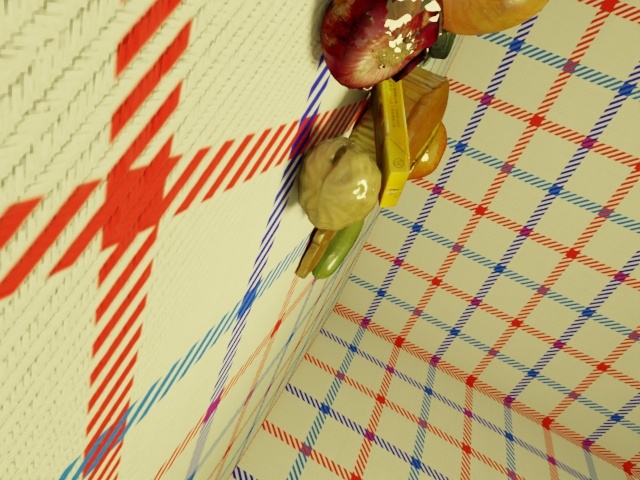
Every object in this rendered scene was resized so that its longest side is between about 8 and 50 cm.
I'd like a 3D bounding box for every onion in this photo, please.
[{"bbox_3d":[0.063,-0.272,0.488,0.150,0.140,0.150,-16,157,-7],"label":"onion"}]

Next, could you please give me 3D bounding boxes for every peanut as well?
[{"bbox_3d":[0.035,-0.087,0.729,0.149,0.149,0.313,-63,175,2],"label":"peanut"}]

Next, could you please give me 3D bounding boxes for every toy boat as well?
[{"bbox_3d":[0.307,-0.568,1.193,0.122,0.034,0.096,-20,134,-64],"label":"toy boat"}]

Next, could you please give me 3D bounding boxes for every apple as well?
[{"bbox_3d":[0.309,-0.499,0.714,0.241,0.242,0.242,-31,152,-39],"label":"apple"}]

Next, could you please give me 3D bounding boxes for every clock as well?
[{"bbox_3d":[0.378,-0.644,1.177,0.215,0.041,0.215,19,90,-75],"label":"clock"}]

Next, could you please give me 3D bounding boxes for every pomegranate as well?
[{"bbox_3d":[0.261,-0.286,1.180,0.221,0.220,0.256,-64,163,11],"label":"pomegranate"}]

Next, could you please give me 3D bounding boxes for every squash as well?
[{"bbox_3d":[0.073,-0.019,1.275,0.341,0.094,0.094,-56,169,-24],"label":"squash"}]

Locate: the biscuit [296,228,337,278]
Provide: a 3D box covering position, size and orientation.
[{"bbox_3d":[0.000,0.000,1.080,0.226,0.036,0.166,-62,171,17],"label":"biscuit"}]

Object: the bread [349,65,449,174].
[{"bbox_3d":[0.191,-0.267,0.948,0.288,0.156,0.204,-53,166,-21],"label":"bread"}]

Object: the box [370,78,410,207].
[{"bbox_3d":[0.126,-0.214,0.752,0.152,0.043,0.270,82,5,-73],"label":"box"}]

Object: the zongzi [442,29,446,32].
[{"bbox_3d":[0.335,-0.626,0.944,0.289,0.122,0.260,-76,-177,-66],"label":"zongzi"}]
